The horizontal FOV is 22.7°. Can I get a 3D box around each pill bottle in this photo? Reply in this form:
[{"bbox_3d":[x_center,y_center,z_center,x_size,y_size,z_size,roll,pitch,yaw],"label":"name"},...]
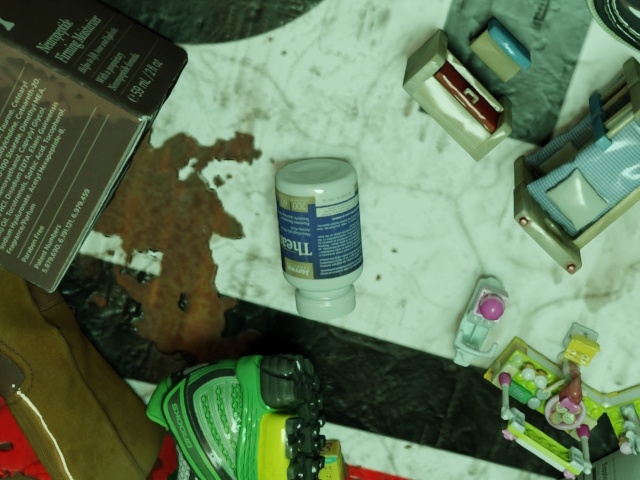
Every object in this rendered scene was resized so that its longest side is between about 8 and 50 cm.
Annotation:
[{"bbox_3d":[0.000,0.000,1.286,0.067,0.067,0.120,-2,112,7],"label":"pill bottle"}]

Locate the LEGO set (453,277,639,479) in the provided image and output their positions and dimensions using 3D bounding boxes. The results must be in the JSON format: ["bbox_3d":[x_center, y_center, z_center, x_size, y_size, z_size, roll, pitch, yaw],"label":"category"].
[{"bbox_3d":[0.243,0.131,1.292,0.287,0.107,0.132,13,114,1],"label":"LEGO set"}]

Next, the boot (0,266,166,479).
[{"bbox_3d":[-0.255,0.125,1.268,0.096,0.264,0.280,-21,108,23],"label":"boot"}]

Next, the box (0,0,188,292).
[{"bbox_3d":[-0.236,-0.101,1.215,0.203,0.168,0.167,29,114,-7],"label":"box"}]

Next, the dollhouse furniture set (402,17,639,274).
[{"bbox_3d":[0.170,-0.096,1.193,0.183,0.129,0.129,43,111,-12],"label":"dollhouse furniture set"}]

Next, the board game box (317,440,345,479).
[{"bbox_3d":[-0.028,0.302,1.437,0.124,0.039,0.259,-4,115,9],"label":"board game box"}]

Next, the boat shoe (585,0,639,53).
[{"bbox_3d":[0.361,-0.143,1.160,0.340,0.113,0.127,19,114,-2],"label":"boat shoe"}]

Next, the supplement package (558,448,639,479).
[{"bbox_3d":[0.210,0.343,1.336,0.262,0.198,0.199,-31,106,18],"label":"supplement package"}]

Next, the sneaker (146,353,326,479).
[{"bbox_3d":[-0.069,0.257,1.349,0.146,0.134,0.344,0,103,14],"label":"sneaker"}]
